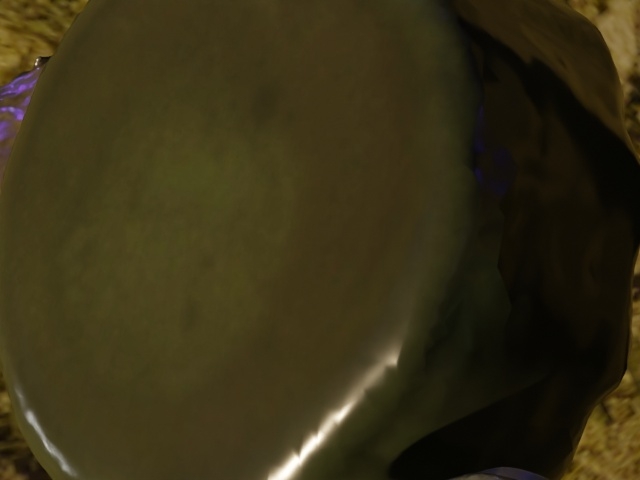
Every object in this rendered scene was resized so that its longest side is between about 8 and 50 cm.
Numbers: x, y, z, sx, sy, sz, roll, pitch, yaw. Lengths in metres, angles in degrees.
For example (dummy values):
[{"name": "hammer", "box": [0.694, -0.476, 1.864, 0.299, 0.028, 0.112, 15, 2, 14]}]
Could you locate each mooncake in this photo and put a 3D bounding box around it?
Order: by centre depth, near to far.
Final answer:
[{"name": "mooncake", "box": [0.000, 0.000, 0.951, 0.356, 0.194, 0.356, -13, 70, 39]}]

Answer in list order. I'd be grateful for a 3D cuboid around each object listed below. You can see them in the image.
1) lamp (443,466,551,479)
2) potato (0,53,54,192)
[{"name": "lamp", "box": [0.090, 0.190, 0.674, 0.266, 0.269, 0.047, 39, 60, -14]}, {"name": "potato", "box": [-0.193, -0.017, 1.586, 0.189, 0.211, 0.264, -19, 49, -8]}]
